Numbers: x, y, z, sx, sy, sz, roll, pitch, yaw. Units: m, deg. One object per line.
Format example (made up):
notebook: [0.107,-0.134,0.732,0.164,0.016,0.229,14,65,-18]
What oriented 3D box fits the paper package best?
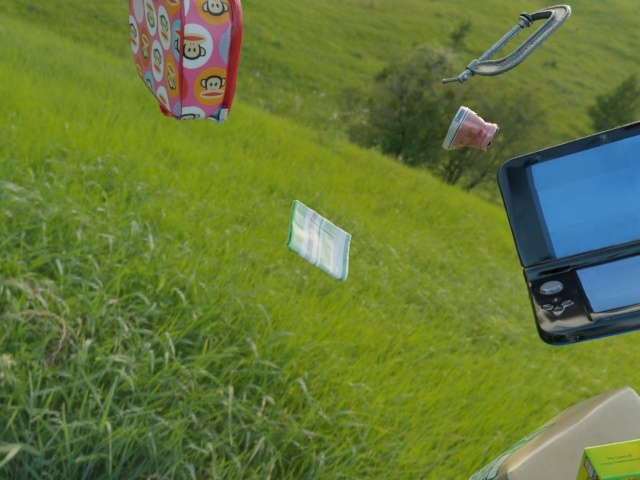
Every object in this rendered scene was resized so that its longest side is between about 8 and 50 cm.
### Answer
paper package: [0.394,0.406,0.902,0.325,0.168,0.309,-18,64,-35]

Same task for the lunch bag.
lunch bag: [-0.235,-0.323,1.069,0.120,0.258,0.293,-9,39,-29]

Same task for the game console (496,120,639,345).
game console: [0.379,-0.028,0.773,0.250,0.293,0.173,-59,130,-67]

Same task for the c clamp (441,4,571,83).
c clamp: [0.250,-0.264,0.867,0.022,0.161,0.137,50,-1,-22]

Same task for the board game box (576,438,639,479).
board game box: [0.399,0.275,0.758,0.182,0.092,0.043,-8,35,-4]

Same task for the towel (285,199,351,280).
towel: [0.000,0.000,1.226,0.152,0.023,0.113,34,46,-34]

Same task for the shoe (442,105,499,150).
shoe: [0.289,-0.199,1.243,0.081,0.063,0.178,31,-3,8]
